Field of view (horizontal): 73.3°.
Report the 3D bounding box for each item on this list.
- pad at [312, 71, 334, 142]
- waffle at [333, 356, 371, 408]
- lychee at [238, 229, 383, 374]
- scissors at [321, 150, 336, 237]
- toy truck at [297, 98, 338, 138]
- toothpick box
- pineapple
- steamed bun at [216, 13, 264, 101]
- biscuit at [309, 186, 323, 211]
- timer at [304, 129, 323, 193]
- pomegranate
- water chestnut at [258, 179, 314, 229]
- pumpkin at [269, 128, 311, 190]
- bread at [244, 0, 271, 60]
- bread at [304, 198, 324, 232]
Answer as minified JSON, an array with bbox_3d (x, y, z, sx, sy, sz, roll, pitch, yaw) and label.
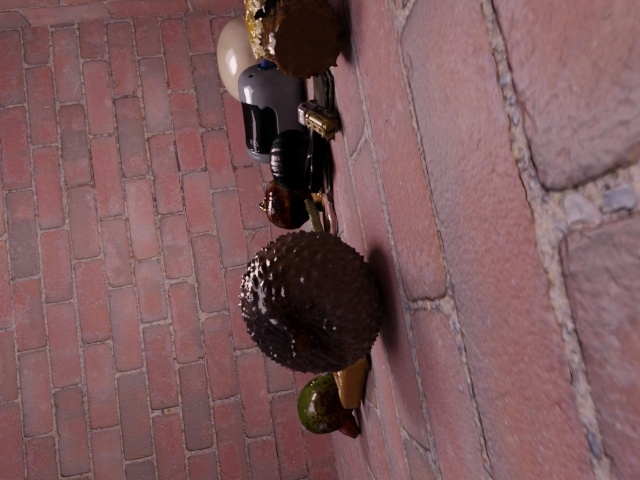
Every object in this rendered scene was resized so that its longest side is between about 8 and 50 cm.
[{"bbox_3d":[0.002,-0.387,1.114,0.174,0.022,0.233,89,170,-47],"label":"pad"},{"bbox_3d":[0.067,0.306,1.277,0.348,0.077,0.304,89,169,-49],"label":"waffle"},{"bbox_3d":[-0.015,0.123,0.870,0.300,0.300,0.300,171,90,-83],"label":"lychee"},{"bbox_3d":[0.023,-0.125,1.274,0.160,0.024,0.318,-106,10,-46],"label":"scissors"},{"bbox_3d":[-0.005,-0.286,1.015,0.123,0.062,0.052,41,149,35],"label":"toy truck"},{"bbox_3d":[-0.165,-0.490,1.566,0.263,0.262,0.355,-107,11,-51],"label":"toothpick box"},{"bbox_3d":[-0.054,-0.462,0.902,0.365,0.165,0.166,-105,9,-48],"label":"pineapple"},{"bbox_3d":[-0.298,-0.785,1.887,0.374,0.333,0.334,89,169,-48],"label":"steamed bun"},{"bbox_3d":[-0.018,-0.192,1.512,0.247,0.029,0.118,-109,13,-56],"label":"biscuit"},{"bbox_3d":[-0.018,-0.228,1.247,0.187,0.055,0.144,104,167,-75],"label":"timer"},{"bbox_3d":[0.044,0.580,1.463,0.248,0.214,0.214,48,171,2],"label":"pomegranate"},{"bbox_3d":[-0.136,-0.152,1.726,0.223,0.238,0.224,11,-103,-62],"label":"water chestnut"},{"bbox_3d":[-0.087,-0.256,1.389,0.202,0.140,0.202,-8,-81,-61],"label":"pumpkin"},{"bbox_3d":[-0.133,-0.663,1.284,0.121,0.174,0.245,56,166,21],"label":"bread"},{"bbox_3d":[0.000,0.000,1.452,0.301,0.045,0.302,166,90,-89],"label":"bread"}]
